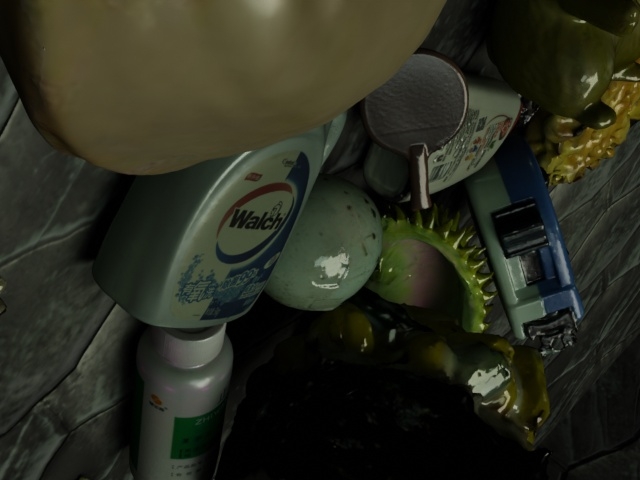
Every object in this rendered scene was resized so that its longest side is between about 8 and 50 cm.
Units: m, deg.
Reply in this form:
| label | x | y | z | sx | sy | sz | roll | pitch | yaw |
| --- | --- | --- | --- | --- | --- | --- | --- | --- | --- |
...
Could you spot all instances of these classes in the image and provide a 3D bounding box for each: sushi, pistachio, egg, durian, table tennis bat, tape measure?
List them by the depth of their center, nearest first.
| label | x | y | z | sx | sy | sz | roll | pitch | yaw |
| --- | --- | --- | --- | --- | --- | --- | --- | --- | --- |
| pistachio | -0.051 | -0.213 | 0.990 | 0.445 | 0.281 | 0.365 | -36 | 149 | -65 |
| table tennis bat | 0.098 | -0.086 | 1.562 | 0.107 | 0.119 | 0.170 | -7 | 117 | -2 |
| egg | 0.000 | 0.000 | 1.569 | 0.164 | 0.131 | 0.131 | -19 | 142 | -56 |
| sushi | 0.073 | 0.184 | 1.641 | 0.329 | 0.328 | 0.285 | 93 | 12 | -68 |
| durian | 0.081 | 0.086 | 1.835 | 0.169 | 0.157 | 0.355 | -17 | 144 | -36 |
| tape measure | 0.223 | -0.031 | 1.936 | 0.098 | 0.351 | 0.215 | -19 | 111 | 2 |

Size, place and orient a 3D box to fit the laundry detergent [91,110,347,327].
| label | x | y | z | sx | sy | sz | roll | pitch | yaw |
| --- | --- | --- | --- | --- | --- | --- | --- | --- | --- |
| laundry detergent | -0.061 | -0.064 | 1.391 | 0.280 | 0.105 | 0.215 | -59 | 155 | 16 |

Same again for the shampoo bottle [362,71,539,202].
| label | x | y | z | sx | sy | sz | roll | pitch | yaw |
| --- | --- | --- | --- | --- | --- | --- | --- | --- | --- |
| shampoo bottle | 0.158 | -0.130 | 1.754 | 0.284 | 0.071 | 0.153 | -21 | 140 | -55 |

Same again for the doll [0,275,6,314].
| label | x | y | z | sx | sy | sz | roll | pitch | yaw |
| --- | --- | --- | --- | --- | --- | --- | --- | --- | --- |
| doll | -0.304 | 0.093 | 1.177 | 0.221 | 0.115 | 0.105 | -31 | 141 | -54 |

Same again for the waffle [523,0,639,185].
| label | x | y | z | sx | sy | sz | roll | pitch | yaw |
| --- | --- | --- | --- | --- | --- | --- | --- | --- | --- |
| waffle | 0.384 | -0.231 | 2.002 | 0.382 | 0.095 | 0.380 | -24 | 146 | -54 |

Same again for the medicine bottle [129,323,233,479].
| label | x | y | z | sx | sy | sz | roll | pitch | yaw |
| --- | --- | --- | --- | --- | --- | --- | --- | --- | --- |
| medicine bottle | -0.136 | 0.148 | 1.589 | 0.095 | 0.095 | 0.260 | -37 | 154 | -31 |

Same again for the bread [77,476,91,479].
| label | x | y | z | sx | sy | sz | roll | pitch | yaw |
| --- | --- | --- | --- | --- | --- | --- | --- | --- | --- |
| bread | -0.212 | 0.321 | 1.723 | 0.049 | 0.088 | 0.226 | -47 | 159 | -17 |

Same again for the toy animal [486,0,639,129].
| label | x | y | z | sx | sy | sz | roll | pitch | yaw |
| --- | --- | --- | --- | --- | --- | --- | --- | --- | --- |
| toy animal | 0.289 | -0.285 | 1.609 | 0.181 | 0.180 | 0.363 | -38 | 157 | -45 |
